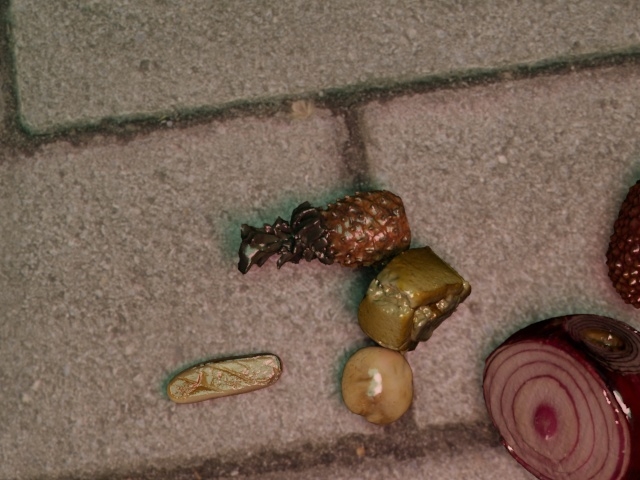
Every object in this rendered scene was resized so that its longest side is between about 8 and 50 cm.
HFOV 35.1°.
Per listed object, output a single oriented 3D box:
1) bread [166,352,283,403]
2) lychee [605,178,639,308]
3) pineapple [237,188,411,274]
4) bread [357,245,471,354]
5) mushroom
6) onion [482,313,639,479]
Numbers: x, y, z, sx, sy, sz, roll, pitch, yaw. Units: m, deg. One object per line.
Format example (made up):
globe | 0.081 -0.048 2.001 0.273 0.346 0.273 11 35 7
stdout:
bread | -0.173 0.248 1.838 0.214 0.053 0.073 -12 83 -4
lychee | 0.622 0.007 1.778 0.271 0.271 0.271 0 79 2
pineapple | 0.000 0.000 1.827 0.309 0.170 0.141 -11 73 -9
bread | 0.157 0.111 1.763 0.124 0.257 0.186 39 103 17
mushroom | 0.102 0.255 1.798 0.112 0.148 0.148 -5 75 41
onion | 0.463 0.258 1.708 0.260 0.282 0.336 -17 31 -37
